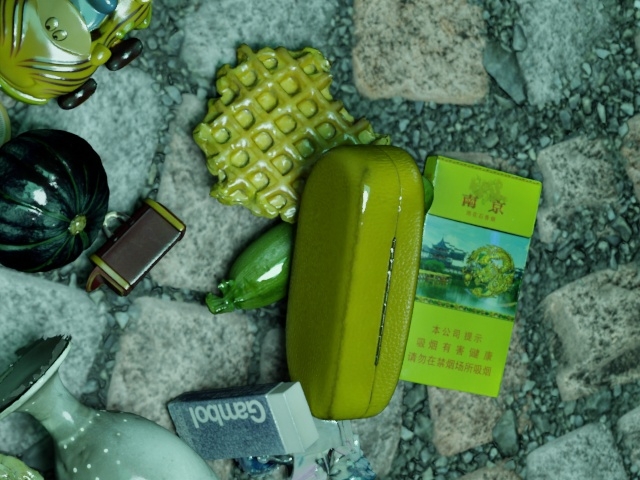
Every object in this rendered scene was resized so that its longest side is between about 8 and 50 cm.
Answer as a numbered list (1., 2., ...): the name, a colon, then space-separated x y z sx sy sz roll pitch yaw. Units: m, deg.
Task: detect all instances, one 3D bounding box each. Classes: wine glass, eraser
1. wine glass: -0.277 0.288 1.748 0.190 0.190 0.357 -43 109 -14
2. eraser: -0.105 0.245 1.810 0.046 0.212 0.092 -32 107 -51

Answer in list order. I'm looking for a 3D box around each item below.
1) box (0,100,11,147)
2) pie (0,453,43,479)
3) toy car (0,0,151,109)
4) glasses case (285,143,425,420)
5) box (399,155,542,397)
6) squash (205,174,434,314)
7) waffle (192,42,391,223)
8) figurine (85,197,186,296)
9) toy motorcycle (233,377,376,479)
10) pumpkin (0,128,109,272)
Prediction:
1. box: -0.442 -0.145 1.704 0.105 0.037 0.105 24 60 -51
2. pie: -0.449 0.353 1.680 0.306 0.071 0.306 2 125 3
3. toy car: -0.323 -0.286 1.715 0.248 0.142 0.200 -45 107 -16
4. glasses case: 0.050 0.050 1.773 0.141 0.173 0.371 -3 111 -29
5. box: 0.213 0.055 2.010 0.187 0.047 0.335 13 88 -22
6. squash: 0.000 0.000 1.892 0.378 0.101 0.101 -30 104 -17
7. waffle: -0.036 -0.149 1.855 0.291 0.051 0.291 3 77 -12
8. figurine: -0.262 0.010 1.801 0.098 0.082 0.154 46 77 -4
9. toy motorcycle: 0.013 0.267 1.914 0.204 0.108 0.239 39 102 -15
10. pumpkin: -0.351 -0.051 1.707 0.194 0.194 0.150 -35 76 -17
